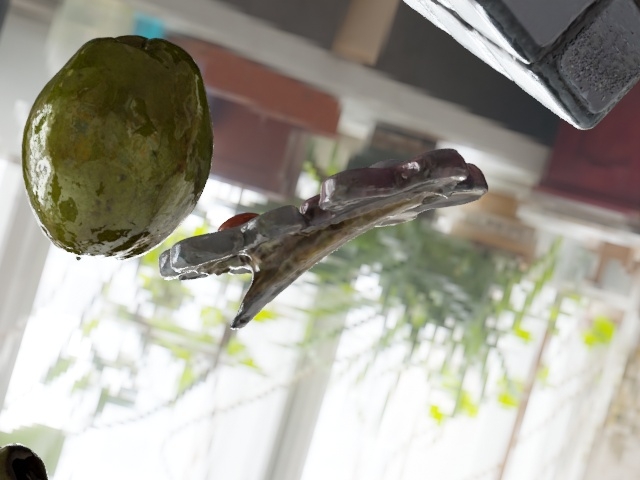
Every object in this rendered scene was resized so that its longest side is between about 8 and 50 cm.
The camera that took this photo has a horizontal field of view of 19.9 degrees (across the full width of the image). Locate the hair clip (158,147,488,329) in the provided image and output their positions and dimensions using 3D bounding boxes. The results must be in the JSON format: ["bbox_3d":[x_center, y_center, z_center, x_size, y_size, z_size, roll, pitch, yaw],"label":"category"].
[{"bbox_3d":[-0.002,-0.007,1.314,0.257,0.075,0.146,-27,160,21],"label":"hair clip"}]

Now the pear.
[{"bbox_3d":[-0.110,-0.048,0.991,0.107,0.131,0.107,16,-167,-4],"label":"pear"}]

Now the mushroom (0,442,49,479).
[{"bbox_3d":[-0.317,0.235,1.161,0.087,0.333,0.107,64,168,-23],"label":"mushroom"}]

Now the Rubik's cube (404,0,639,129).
[{"bbox_3d":[0.132,-0.345,1.249,0.344,0.337,0.344,44,180,-43],"label":"Rubik's cube"}]
